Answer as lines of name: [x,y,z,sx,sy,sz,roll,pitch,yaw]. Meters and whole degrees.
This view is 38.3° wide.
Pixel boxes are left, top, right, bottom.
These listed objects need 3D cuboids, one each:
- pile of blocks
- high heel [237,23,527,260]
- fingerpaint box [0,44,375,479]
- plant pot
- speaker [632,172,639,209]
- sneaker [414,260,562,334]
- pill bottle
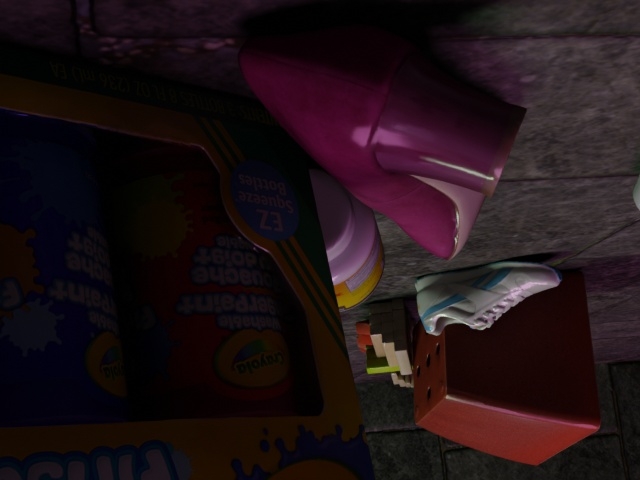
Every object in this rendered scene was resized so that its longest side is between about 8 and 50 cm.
pile of blocks: [0.123,0.210,1.741,0.112,0.149,0.362,-7,166,10]
high heel: [0.053,-0.080,0.731,0.181,0.127,0.377,22,173,7]
fingerpaint box: [-0.192,0.072,0.574,0.444,0.371,0.163,7,152,-40]
plant pot: [0.290,0.211,1.550,0.235,0.267,0.267,6,153,-8]
speaker: [0.350,-0.063,0.928,0.055,0.055,0.136,-9,165,11]
sneaker: [0.261,0.087,1.418,0.228,0.092,0.087,-14,162,25]
pill bottle: [0.000,0.000,0.912,0.117,0.117,0.215,-7,166,6]
